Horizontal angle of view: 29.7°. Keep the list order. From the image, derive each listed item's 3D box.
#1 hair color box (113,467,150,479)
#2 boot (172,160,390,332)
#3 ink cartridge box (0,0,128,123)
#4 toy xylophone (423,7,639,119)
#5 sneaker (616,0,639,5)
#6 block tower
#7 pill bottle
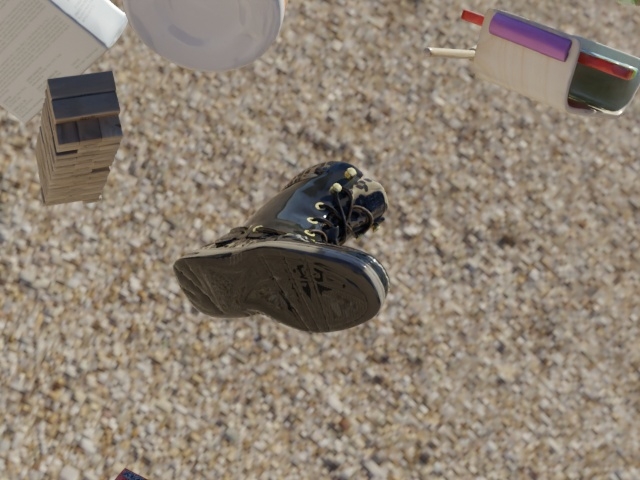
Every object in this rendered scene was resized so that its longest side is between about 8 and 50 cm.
[{"bbox_3d":[-0.271,0.359,1.533,0.043,0.072,0.141,25,25,9],"label":"hair color box"},{"bbox_3d":[0.000,0.000,1.717,0.284,0.377,0.138,-41,115,-38],"label":"boot"},{"bbox_3d":[-0.550,-0.393,1.971,0.385,0.308,0.091,40,50,-20],"label":"ink cartridge box"},{"bbox_3d":[0.261,-0.215,1.433,0.236,0.081,0.322,24,14,17],"label":"toy xylophone"},{"bbox_3d":[0.418,-0.332,1.288,0.182,0.158,0.410,34,2,12],"label":"sneaker"},{"bbox_3d":[-0.354,-0.136,1.738,0.097,0.335,0.091,-10,78,-17],"label":"block tower"},{"bbox_3d":[-0.137,-0.443,1.736,0.224,0.224,0.392,23,44,-12],"label":"pill bottle"}]
